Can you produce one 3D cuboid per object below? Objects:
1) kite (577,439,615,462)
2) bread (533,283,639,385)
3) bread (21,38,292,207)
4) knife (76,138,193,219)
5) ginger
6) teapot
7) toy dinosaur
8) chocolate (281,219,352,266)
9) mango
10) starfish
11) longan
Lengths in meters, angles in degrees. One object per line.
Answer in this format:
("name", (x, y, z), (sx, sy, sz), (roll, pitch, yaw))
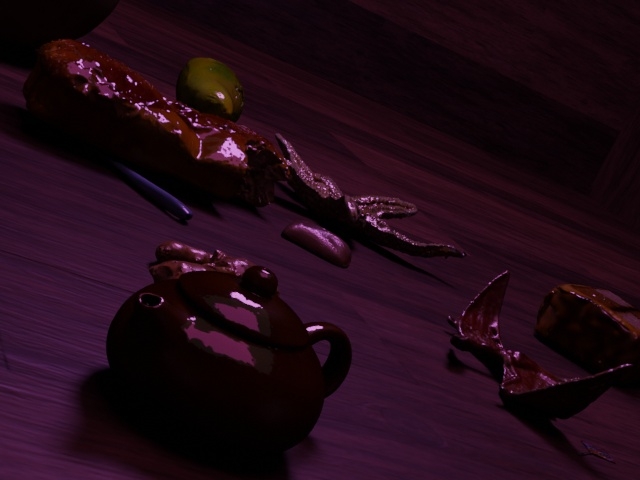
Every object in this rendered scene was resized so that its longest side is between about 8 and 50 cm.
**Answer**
("kite", (0.304, 0.236, 1.435), (0.078, 0.002, 0.044), (18, 14, -37))
("bread", (0.432, 0.138, 1.909), (0.181, 0.096, 0.222), (36, 15, 29))
("bread", (-0.205, -0.146, 1.682), (0.380, 0.109, 0.185), (25, 6, -24))
("knife", (-0.257, -0.098, 1.623), (0.313, 0.019, 0.044), (34, 10, 35))
("ginger", (-0.105, 0.041, 1.271), (0.176, 0.052, 0.193), (10, 19, -38))
("teapot", (-0.057, 0.084, 0.999), (0.252, 0.135, 0.178), (12, 23, -48))
("toy dinosaur", (0.258, 0.123, 1.558), (0.207, 0.113, 0.327), (28, 10, 7))
("chocolate", (0.000, 0.000, 1.722), (0.101, 0.031, 0.064), (30, 17, 10))
("mango", (-0.187, -0.245, 2.175), (0.125, 0.111, 0.233), (17, 16, -20))
("starfish", (0.036, -0.065, 1.952), (0.347, 0.078, 0.358), (16, 16, -39))
("longan", (-0.475, -0.468, 1.981), (0.361, 0.361, 0.361), (25, 12, -6))
